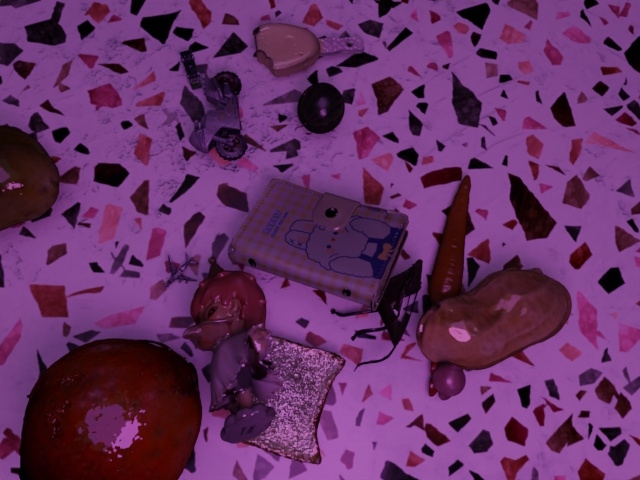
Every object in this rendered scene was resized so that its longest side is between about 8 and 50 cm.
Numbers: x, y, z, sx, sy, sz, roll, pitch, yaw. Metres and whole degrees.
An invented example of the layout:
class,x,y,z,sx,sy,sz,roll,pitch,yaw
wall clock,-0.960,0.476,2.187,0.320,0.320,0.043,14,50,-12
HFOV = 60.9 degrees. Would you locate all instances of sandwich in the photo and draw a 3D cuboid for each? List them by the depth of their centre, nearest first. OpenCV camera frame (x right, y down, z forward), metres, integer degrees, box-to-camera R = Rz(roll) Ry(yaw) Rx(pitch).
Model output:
class,x,y,z,sx,sy,sz,roll,pitch,yaw
sandwich,-0.060,0.305,1.063,0.186,0.065,0.215,19,75,-1

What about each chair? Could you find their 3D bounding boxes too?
class,x,y,z,sx,sy,sz,roll,pitch,yaw
chair,0.132,0.133,1.072,0.213,0.174,0.149,-19,49,-11

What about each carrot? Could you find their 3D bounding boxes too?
class,x,y,z,sx,sy,sz,roll,pitch,yaw
carrot,0.282,0.008,1.171,0.069,0.069,0.336,14,73,-2

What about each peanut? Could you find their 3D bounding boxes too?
class,x,y,z,sx,sy,sz,roll,pitch,yaw
peanut,0.345,0.159,1.075,0.339,0.174,0.158,-27,59,-14

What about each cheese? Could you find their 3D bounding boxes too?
class,x,y,z,sx,sy,sz,roll,pitch,yaw
cheese,-0.025,-0.441,1.251,0.255,0.050,0.127,-5,77,-6

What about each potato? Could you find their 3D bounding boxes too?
class,x,y,z,sx,sy,sz,roll,pitch,yaw
potato,-0.664,-0.104,1.048,0.307,0.173,0.210,-30,83,-14

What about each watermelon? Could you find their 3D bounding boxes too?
class,x,y,z,sx,sy,sz,roll,pitch,yaw
watermelon,-0.007,-0.280,1.187,0.105,0.105,0.133,42,75,5

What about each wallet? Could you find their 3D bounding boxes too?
class,x,y,z,sx,sy,sz,roll,pitch,yaw
wallet,0.000,0.000,1.065,0.309,0.077,0.223,16,52,20

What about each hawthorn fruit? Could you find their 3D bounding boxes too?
class,x,y,z,sx,sy,sz,roll,pitch,yaw
hawthorn fruit,-0.350,0.319,0.924,0.315,0.316,0.316,1,77,-5

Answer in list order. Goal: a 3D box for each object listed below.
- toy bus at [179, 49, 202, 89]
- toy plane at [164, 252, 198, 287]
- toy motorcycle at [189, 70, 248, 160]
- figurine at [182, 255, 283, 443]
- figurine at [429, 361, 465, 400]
class,x,y,z,sx,sy,sz,roll,pitch,yaw
toy bus,-0.290,-0.383,1.220,0.031,0.037,0.083,-19,78,-9
toy plane,-0.291,0.065,1.119,0.078,0.024,0.084,44,76,-13
toy motorcycle,-0.225,-0.268,1.181,0.122,0.080,0.216,-4,72,-9
figurine,-0.170,0.162,0.996,0.166,0.207,0.387,-3,51,-24
figurine,0.256,0.282,1.098,0.071,0.067,0.083,5,92,16
